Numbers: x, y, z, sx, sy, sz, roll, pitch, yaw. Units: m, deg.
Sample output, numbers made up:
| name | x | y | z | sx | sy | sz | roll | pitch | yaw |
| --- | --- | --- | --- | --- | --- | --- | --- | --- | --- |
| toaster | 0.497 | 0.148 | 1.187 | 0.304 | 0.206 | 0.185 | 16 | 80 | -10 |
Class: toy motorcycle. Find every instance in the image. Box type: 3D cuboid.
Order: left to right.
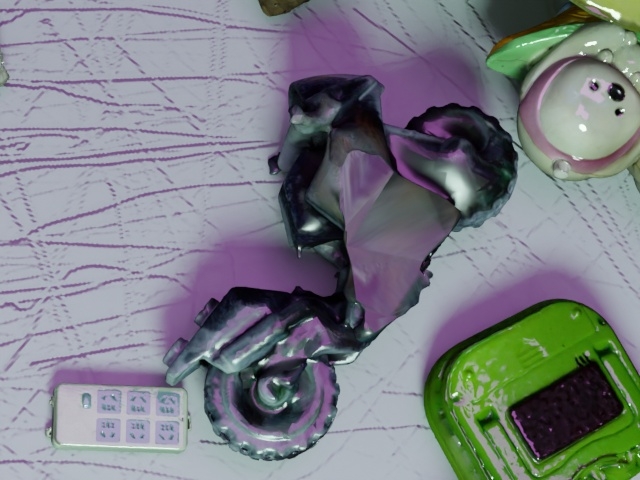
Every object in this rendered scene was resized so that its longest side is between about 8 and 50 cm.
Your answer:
| name | x | y | z | sx | sy | sz | roll | pitch | yaw |
| --- | --- | --- | --- | --- | --- | --- | --- | --- | --- |
| toy motorcycle | 0.000 | 0.000 | 1.118 | 0.159 | 0.106 | 0.270 | 39 | 75 | 4 |

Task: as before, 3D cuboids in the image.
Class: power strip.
| name | x | y | z | sx | sy | sz | roll | pitch | yaw |
| --- | --- | --- | --- | --- | --- | --- | --- | --- | --- |
| power strip | -0.123 | 0.109 | 1.098 | 0.090 | 0.016 | 0.040 | 3 | 71 | -12 |

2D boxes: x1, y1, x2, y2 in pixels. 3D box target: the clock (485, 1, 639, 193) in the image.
| name | x | y | z | sx | sy | sz | roll | pitch | yaw |
| --- | --- | --- | --- | --- | --- | --- | --- | --- | --- |
| clock | 0.219 | -0.085 | 1.199 | 0.231 | 0.103 | 0.144 | 20 | 60 | -7 |

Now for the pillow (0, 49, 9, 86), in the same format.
| name | x | y | z | sx | sy | sz | roll | pitch | yaw |
| --- | --- | --- | --- | --- | --- | --- | --- | --- | --- |
| pillow | -0.279 | -0.196 | 1.148 | 0.128 | 0.051 | 0.229 | -6 | 74 | -23 |

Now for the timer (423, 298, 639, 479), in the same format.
| name | x | y | z | sx | sy | sz | roll | pitch | yaw |
| --- | --- | --- | --- | --- | --- | --- | --- | --- | --- |
| timer | 0.143 | 0.109 | 1.144 | 0.140 | 0.047 | 0.128 | -25 | 80 | -20 |

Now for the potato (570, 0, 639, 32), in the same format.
| name | x | y | z | sx | sy | sz | roll | pitch | yaw |
| --- | --- | --- | --- | --- | --- | --- | --- | --- | --- |
| potato | 0.211 | -0.284 | 1.151 | 0.330 | 0.213 | 0.280 | 22 | 33 | -4 |

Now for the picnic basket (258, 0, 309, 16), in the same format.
| name | x | y | z | sx | sy | sz | roll | pitch | yaw |
| --- | --- | --- | --- | --- | --- | --- | --- | --- | --- |
| picnic basket | -0.040 | -0.246 | 1.218 | 0.110 | 0.055 | 0.193 | -29 | 80 | -19 |
